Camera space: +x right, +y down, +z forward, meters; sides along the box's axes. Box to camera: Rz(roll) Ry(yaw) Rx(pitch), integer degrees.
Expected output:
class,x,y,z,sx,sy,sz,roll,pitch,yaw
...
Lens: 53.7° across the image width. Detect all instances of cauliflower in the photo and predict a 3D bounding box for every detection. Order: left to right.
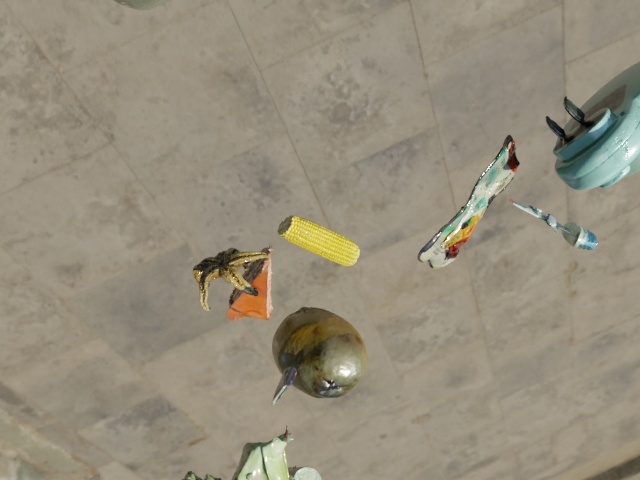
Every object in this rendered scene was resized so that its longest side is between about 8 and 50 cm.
class,x,y,z,sx,sy,sz,roll,pitch,yaw
cauliflower,-0.119,0.453,1.119,0.256,0.239,0.315,6,101,-48

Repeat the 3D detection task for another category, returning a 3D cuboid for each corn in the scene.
class,x,y,z,sx,sy,sz,roll,pitch,yaw
corn,0.000,0.000,1.770,0.248,0.081,0.081,25,120,-26

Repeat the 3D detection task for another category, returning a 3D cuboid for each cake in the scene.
class,x,y,z,sx,sy,sz,roll,pitch,yaw
cake,-0.172,0.131,1.797,0.135,0.098,0.287,25,129,-5

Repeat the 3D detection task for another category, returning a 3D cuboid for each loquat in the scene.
class,x,y,z,sx,sy,sz,roll,pitch,yaw
loquat,0.001,0.236,1.332,0.179,0.227,0.179,-21,124,-35

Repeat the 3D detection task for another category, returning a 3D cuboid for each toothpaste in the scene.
class,x,y,z,sx,sy,sz,roll,pitch,yaw
toothpaste,-0.055,0.224,0.999,0.021,0.140,0.037,35,97,2

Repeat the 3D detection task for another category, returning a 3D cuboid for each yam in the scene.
class,x,y,z,sx,sy,sz,roll,pitch,yaw
yam,-0.061,0.540,1.416,0.068,0.068,0.169,4,160,-27

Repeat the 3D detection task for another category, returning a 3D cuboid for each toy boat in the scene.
class,x,y,z,sx,sy,sz,roll,pitch,yaw
toy boat,0.375,-0.025,1.021,0.105,0.149,0.034,-2,118,-60

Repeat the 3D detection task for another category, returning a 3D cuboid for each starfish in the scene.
class,x,y,z,sx,sy,sz,roll,pitch,yaw
starfish,-0.201,0.077,1.456,0.190,0.146,0.074,-24,130,-12

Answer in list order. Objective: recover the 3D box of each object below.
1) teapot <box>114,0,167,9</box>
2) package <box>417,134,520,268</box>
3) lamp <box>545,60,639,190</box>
class,x,y,z,sx,sy,sz,roll,pitch,yaw
teapot,-0.225,-0.529,1.043,0.300,0.344,0.253,-45,121,-27
package,0.238,-0.045,0.990,0.232,0.040,0.166,-50,157,1
lamp,0.450,-0.171,0.959,0.284,0.147,0.209,-26,167,-39
